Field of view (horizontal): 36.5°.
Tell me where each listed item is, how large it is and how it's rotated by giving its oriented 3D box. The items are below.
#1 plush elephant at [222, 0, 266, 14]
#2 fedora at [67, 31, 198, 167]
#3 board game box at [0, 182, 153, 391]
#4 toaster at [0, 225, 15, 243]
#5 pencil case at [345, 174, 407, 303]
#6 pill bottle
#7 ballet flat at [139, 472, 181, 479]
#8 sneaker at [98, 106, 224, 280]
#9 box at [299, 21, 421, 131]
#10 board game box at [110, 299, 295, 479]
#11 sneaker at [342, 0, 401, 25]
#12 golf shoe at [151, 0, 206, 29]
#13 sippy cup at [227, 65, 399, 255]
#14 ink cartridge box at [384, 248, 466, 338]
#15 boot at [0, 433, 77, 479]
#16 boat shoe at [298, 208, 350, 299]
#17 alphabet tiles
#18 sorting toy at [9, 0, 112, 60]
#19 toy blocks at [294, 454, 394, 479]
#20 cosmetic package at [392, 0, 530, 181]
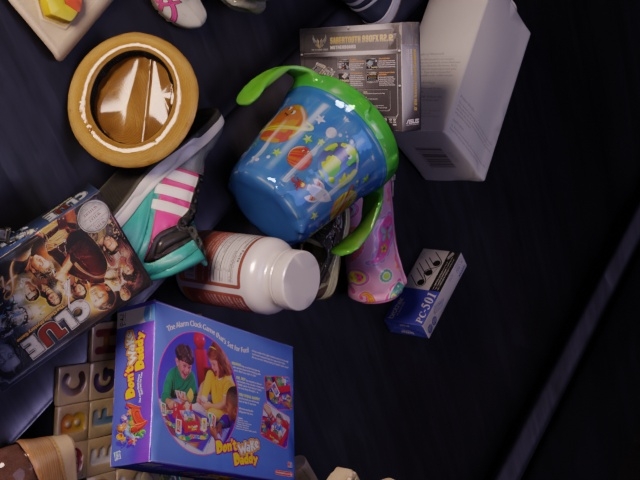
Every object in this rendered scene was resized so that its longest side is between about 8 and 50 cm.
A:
[{"bbox_3d":[-0.088,-0.479,1.446,0.330,0.272,0.255,-32,110,-13],"label":"plush elephant"},{"bbox_3d":[-0.260,-0.192,1.371,0.079,0.194,0.194,99,3,-82],"label":"fedora"},{"bbox_3d":[-0.358,0.061,1.268,0.243,0.042,0.165,-37,126,-19],"label":"board game box"},{"bbox_3d":[-0.462,0.061,1.098,0.227,0.129,0.146,-6,106,-30],"label":"toaster"},{"bbox_3d":[0.094,-0.024,1.856,0.124,0.124,0.284,-30,119,-47],"label":"pencil case"},{"bbox_3d":[-0.112,0.051,1.515,0.121,0.216,0.121,-11,105,-52],"label":"pill bottle"},{"bbox_3d":[-0.246,0.416,1.502,0.079,0.077,0.221,-23,115,-28],"label":"ballet flat"},{"bbox_3d":[-0.213,-0.047,1.441,0.295,0.124,0.178,-50,127,-26],"label":"sneaker"},{"bbox_3d":[0.067,-0.283,1.694,0.056,0.231,0.183,-13,104,-48],"label":"box"},{"bbox_3d":[-0.170,0.249,1.510,0.347,0.078,0.233,27,55,-51],"label":"board game box"},{"bbox_3d":[0.102,-0.554,1.810,0.153,0.099,0.282,15,86,-55],"label":"sneaker"},{"bbox_3d":[-0.216,-0.382,1.426,0.186,0.086,0.067,52,55,-45],"label":"golf shoe"},{"bbox_3d":[-0.025,-0.120,1.620,0.224,0.305,0.240,-47,175,-25],"label":"sippy cup"},{"bbox_3d":[0.225,0.110,2.069,0.207,0.097,0.046,-58,136,-30],"label":"ink cartridge box"},{"bbox_3d":[-0.417,0.391,1.297,0.207,0.090,0.248,-16,110,-38],"label":"boot"},{"bbox_3d":[-0.001,0.000,1.769,0.073,0.080,0.223,-2,101,-58],"label":"boat shoe"},{"bbox_3d":[-0.272,0.261,1.505,0.342,0.011,0.285,-1,96,-53],"label":"alphabet tiles"},{"bbox_3d":[-0.348,-0.376,1.290,0.193,0.038,0.208,-60,137,-28],"label":"sorting toy"},{"bbox_3d":[0.037,0.584,1.711,0.288,0.309,0.260,-48,124,-37],"label":"toy blocks"},{"bbox_3d":[0.296,-0.342,2.054,0.217,0.156,0.385,42,61,-47],"label":"cosmetic package"}]
